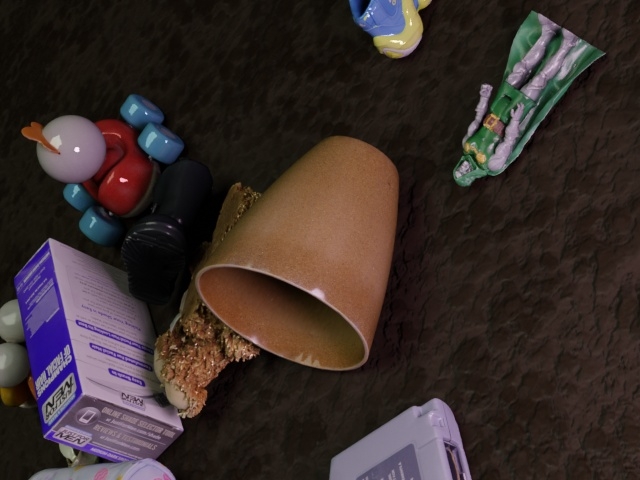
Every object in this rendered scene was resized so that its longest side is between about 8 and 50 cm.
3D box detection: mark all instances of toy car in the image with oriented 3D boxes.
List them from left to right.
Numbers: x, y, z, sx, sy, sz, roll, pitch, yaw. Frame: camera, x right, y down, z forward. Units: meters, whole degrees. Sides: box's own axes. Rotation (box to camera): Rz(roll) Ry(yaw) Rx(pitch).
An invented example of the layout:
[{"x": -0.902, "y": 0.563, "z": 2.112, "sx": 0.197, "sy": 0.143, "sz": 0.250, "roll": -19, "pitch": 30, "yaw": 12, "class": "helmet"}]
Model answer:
[{"x": -0.455, "y": 0.187, "z": 2.211, "sx": 0.136, "sy": 0.159, "sz": 0.182, "roll": 2, "pitch": 65, "yaw": 12, "class": "toy car"}, {"x": -0.394, "y": -0.150, "z": 2.242, "sx": 0.219, "sy": 0.238, "sz": 0.210, "roll": -52, "pitch": 39, "yaw": 13, "class": "toy car"}]

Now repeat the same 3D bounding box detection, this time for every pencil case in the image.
[{"x": -0.321, "y": 0.383, "z": 1.945, "sx": 0.273, "sy": 0.113, "sz": 0.124, "roll": -16, "pitch": 66, "yaw": 44, "class": "pencil case"}]

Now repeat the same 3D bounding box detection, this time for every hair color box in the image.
[{"x": -0.339, "y": 0.168, "z": 2.034, "sx": 0.110, "sy": 0.185, "sz": 0.339, "roll": -47, "pitch": 40, "yaw": 19, "class": "hair color box"}]

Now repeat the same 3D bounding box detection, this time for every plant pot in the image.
[{"x": 0.000, "y": 0.000, "z": 1.742, "sx": 0.237, "sy": 0.237, "sz": 0.254, "roll": -6, "pitch": 48, "yaw": 47, "class": "plant pot"}]

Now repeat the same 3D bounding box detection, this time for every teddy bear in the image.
[{"x": -0.136, "y": 0.092, "z": 1.922, "sx": 0.245, "sy": 0.113, "sz": 0.338, "roll": 4, "pitch": 71, "yaw": 69, "class": "teddy bear"}]

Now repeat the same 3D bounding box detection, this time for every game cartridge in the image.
[{"x": 0.096, "y": 0.348, "z": 1.537, "sx": 0.196, "sy": 0.060, "sz": 0.294, "roll": -34, "pitch": 46, "yaw": 27, "class": "game cartridge"}]

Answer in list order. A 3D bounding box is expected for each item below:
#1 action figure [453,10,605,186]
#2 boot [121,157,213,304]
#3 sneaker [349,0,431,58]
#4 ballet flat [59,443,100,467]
[{"x": 0.236, "y": -0.165, "z": 1.677, "sx": 0.232, "sy": 0.063, "sz": 0.137, "roll": -59, "pitch": 41, "yaw": 11, "class": "action figure"}, {"x": -0.223, "y": -0.040, "z": 2.013, "sx": 0.246, "sy": 0.094, "sz": 0.207, "roll": 109, "pitch": 176, "yaw": -63, "class": "boot"}, {"x": 0.102, "y": -0.383, "z": 1.901, "sx": 0.091, "sy": 0.126, "sz": 0.240, "roll": -14, "pitch": 59, "yaw": 44, "class": "sneaker"}, {"x": -0.391, "y": 0.307, "z": 2.118, "sx": 0.057, "sy": 0.052, "sz": 0.168, "roll": -57, "pitch": 38, "yaw": 8, "class": "ballet flat"}]
